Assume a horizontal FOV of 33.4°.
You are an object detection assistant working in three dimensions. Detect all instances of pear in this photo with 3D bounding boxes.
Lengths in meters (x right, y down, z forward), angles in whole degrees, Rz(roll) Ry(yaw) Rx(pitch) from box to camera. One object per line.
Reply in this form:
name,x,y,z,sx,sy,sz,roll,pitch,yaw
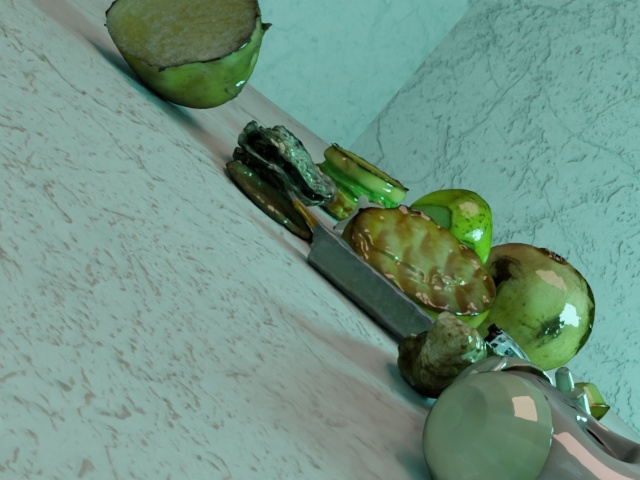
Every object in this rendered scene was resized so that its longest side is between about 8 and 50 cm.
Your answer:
pear,0.249,0.029,2.115,0.164,0.255,0.238,45,3,36

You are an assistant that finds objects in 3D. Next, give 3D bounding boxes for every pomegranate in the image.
pomegranate,0.466,0.148,2.433,0.322,0.322,0.322,40,7,-6

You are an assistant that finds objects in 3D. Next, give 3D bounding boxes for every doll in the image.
doll,0.133,-0.004,2.253,0.181,0.110,0.107,41,-13,-20

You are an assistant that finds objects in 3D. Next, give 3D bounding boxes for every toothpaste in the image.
toothpaste,0.336,0.289,1.371,0.069,0.047,0.268,3,-69,55

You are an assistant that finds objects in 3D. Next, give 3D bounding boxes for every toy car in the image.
toy car,0.352,0.232,2.074,0.108,0.089,0.210,49,6,18

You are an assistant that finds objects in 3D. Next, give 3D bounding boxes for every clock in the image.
clock,0.268,0.266,1.177,0.326,0.184,0.342,38,2,12

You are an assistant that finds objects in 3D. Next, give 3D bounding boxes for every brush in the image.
brush,0.000,0.000,1.840,0.103,0.013,0.272,45,10,-28

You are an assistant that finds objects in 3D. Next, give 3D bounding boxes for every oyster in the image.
oyster,0.208,0.179,1.469,0.166,0.094,0.294,-14,-27,40
oyster,-0.063,-0.143,2.037,0.198,0.112,0.268,39,0,12

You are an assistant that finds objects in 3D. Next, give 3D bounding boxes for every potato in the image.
potato,-0.233,-0.356,2.040,0.237,0.301,0.288,76,0,-55

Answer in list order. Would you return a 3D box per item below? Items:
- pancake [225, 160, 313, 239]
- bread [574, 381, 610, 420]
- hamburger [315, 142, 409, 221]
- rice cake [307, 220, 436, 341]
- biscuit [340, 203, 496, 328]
pancake,-0.089,-0.071,1.866,0.199,0.021,0.199,41,9,-8
bread,0.486,0.323,2.038,0.156,0.125,0.086,29,35,-62
hamburger,0.080,-0.110,2.464,0.237,0.149,0.237,32,7,-4
rice cake,0.128,0.122,1.675,0.399,0.064,0.070,42,1,5
biscuit,0.165,0.056,1.870,0.296,0.102,0.296,22,30,-13
